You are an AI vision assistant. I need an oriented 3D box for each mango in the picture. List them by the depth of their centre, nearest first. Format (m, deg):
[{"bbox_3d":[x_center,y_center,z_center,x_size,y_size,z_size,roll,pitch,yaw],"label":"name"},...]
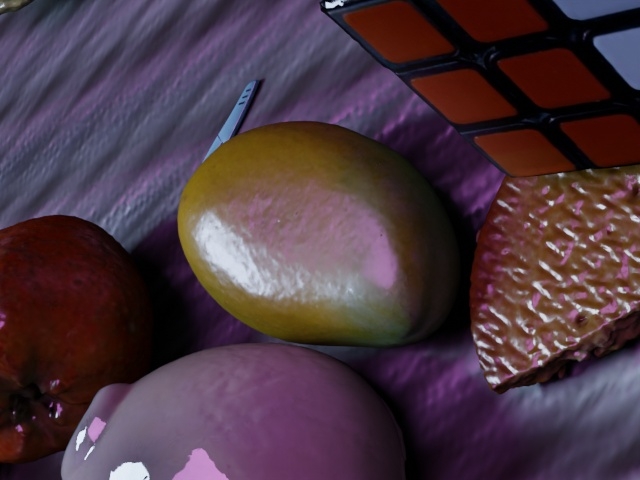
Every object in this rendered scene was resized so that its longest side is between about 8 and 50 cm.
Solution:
[{"bbox_3d":[0.000,0.000,0.790,0.194,0.092,0.130,33,99,43],"label":"mango"}]

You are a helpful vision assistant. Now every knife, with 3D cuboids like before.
[{"bbox_3d":[-0.065,-0.070,0.945,0.014,0.005,0.091,44,109,46],"label":"knife"}]

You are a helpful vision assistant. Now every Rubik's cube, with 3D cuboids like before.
[{"bbox_3d":[0.123,-0.139,0.631,0.160,0.163,0.162,-6,55,45],"label":"Rubik's cube"}]

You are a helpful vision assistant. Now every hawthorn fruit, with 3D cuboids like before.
[{"bbox_3d":[-0.188,0.046,0.950,0.162,0.162,0.203,-46,31,26],"label":"hawthorn fruit"}]

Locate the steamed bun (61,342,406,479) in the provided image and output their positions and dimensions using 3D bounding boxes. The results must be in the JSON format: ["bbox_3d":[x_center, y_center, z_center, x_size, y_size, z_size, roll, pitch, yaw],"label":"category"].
[{"bbox_3d":[-0.065,0.148,0.781,0.228,0.130,0.177,-19,66,40],"label":"steamed bun"}]

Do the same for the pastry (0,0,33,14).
[{"bbox_3d":[-0.243,-0.308,1.132,0.235,0.121,0.257,5,83,51],"label":"pastry"}]

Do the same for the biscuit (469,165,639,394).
[{"bbox_3d":[0.148,-0.016,0.688,0.206,0.025,0.126,-38,53,30],"label":"biscuit"}]
